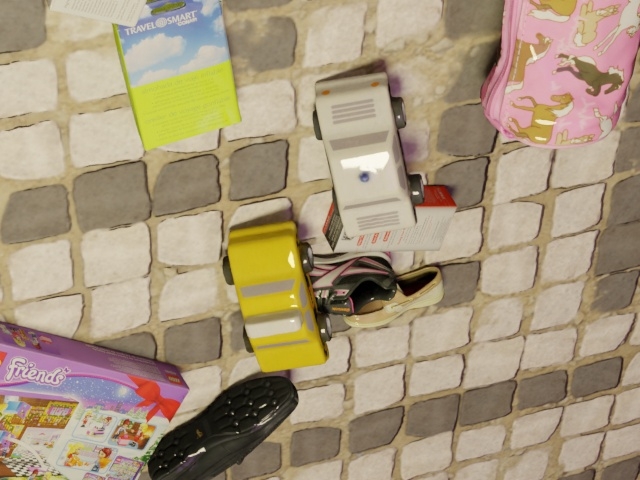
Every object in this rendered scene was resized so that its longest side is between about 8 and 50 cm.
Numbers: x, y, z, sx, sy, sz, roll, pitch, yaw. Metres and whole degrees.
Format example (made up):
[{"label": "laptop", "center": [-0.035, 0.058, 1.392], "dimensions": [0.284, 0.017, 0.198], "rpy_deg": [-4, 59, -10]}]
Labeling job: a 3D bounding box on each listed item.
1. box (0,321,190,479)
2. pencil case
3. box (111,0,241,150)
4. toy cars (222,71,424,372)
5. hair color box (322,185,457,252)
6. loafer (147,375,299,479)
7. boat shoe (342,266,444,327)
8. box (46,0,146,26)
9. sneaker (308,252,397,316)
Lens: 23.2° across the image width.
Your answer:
[{"label": "box", "center": [-0.323, 0.209, 1.807], "dimensions": [0.293, 0.057, 0.201], "rpy_deg": [19, 110, -37]}, {"label": "pencil case", "center": [0.258, -0.271, 1.586], "dimensions": [0.167, 0.160, 0.386], "rpy_deg": [10, 134, 10]}, {"label": "box", "center": [-0.145, -0.181, 1.560], "dimensions": [0.109, 0.042, 0.178], "rpy_deg": [-18, 135, -10]}, {"label": "toy cars", "center": [0.000, 0.000, 1.717], "dimensions": [0.176, 0.087, 0.393], "rpy_deg": [27, 117, -9]}, {"label": "hair color box", "center": [0.081, -0.025, 1.812], "dimensions": [0.141, 0.043, 0.072], "rpy_deg": [-1, 130, -26]}, {"label": "loafer", "center": [-0.115, 0.244, 1.953], "dimensions": [0.223, 0.076, 0.078], "rpy_deg": [-34, 141, 15]}, {"label": "boat shoe", "center": [0.088, 0.065, 1.900], "dimensions": [0.135, 0.050, 0.045], "rpy_deg": [-21, 134, -21]}, {"label": "box", "center": [-0.201, -0.266, 1.411], "dimensions": [0.087, 0.101, 0.102], "rpy_deg": [9, 126, -31]}, {"label": "sneaker", "center": [0.008, 0.058, 1.831], "dimensions": [0.178, 0.077, 0.072], "rpy_deg": [-20, 135, -6]}]
